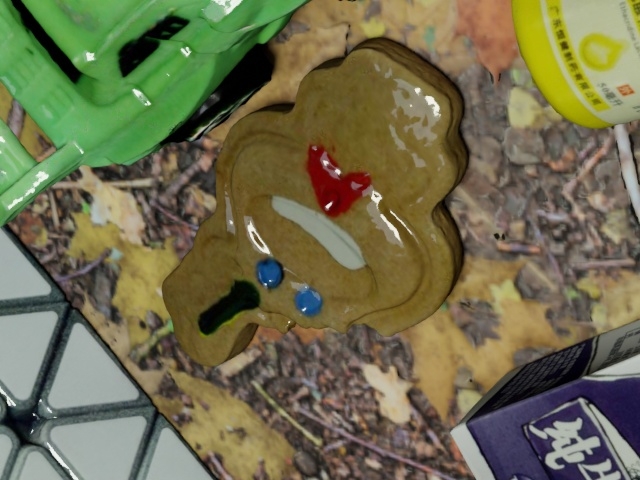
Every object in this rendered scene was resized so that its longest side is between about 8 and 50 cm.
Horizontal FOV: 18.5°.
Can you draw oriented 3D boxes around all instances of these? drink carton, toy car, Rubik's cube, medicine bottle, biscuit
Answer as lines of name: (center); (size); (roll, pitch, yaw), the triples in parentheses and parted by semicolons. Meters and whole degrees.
drink carton: (0.214, 0.123, 1.238); (0.222, 0.102, 0.134); (-26, 94, 37)
toy car: (-0.114, -0.178, 1.257); (0.358, 0.176, 0.213); (-37, 90, 39)
Rubik's cube: (-0.248, 0.161, 1.532); (0.228, 0.229, 0.233); (-40, 44, 4)
medicine bottle: (0.223, -0.142, 1.087); (0.212, 0.122, 0.122); (-15, 104, 37)
biscuit: (-0.008, -0.005, 1.358); (0.320, 0.047, 0.183); (-32, 90, 40)
